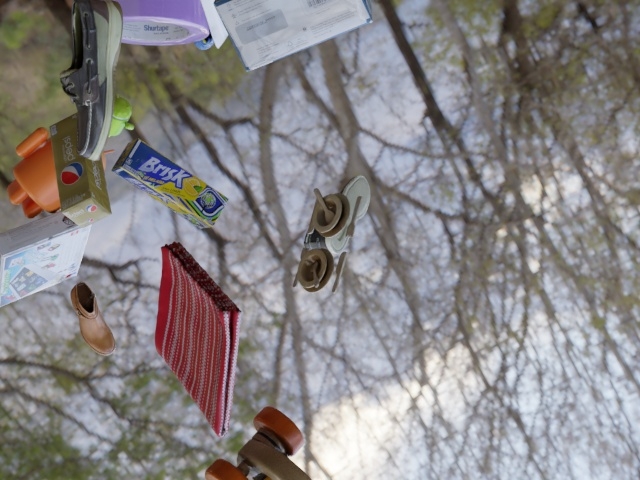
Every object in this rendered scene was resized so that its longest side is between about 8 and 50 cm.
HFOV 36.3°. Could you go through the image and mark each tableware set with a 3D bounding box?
[{"bbox_3d":[0.000,0.000,1.802,0.128,0.039,0.194,4,-105,49],"label":"tableware set"}]

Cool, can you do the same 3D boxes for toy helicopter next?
[{"bbox_3d":[-0.034,0.430,1.514,0.235,0.355,0.140,32,-120,23],"label":"toy helicopter"}]

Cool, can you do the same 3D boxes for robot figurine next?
[{"bbox_3d":[-0.526,-0.142,1.964,0.219,0.158,0.128,-39,174,-2],"label":"robot figurine"},{"bbox_3d":[-0.501,-0.301,2.374,0.115,0.101,0.067,-50,175,36],"label":"robot figurine"}]

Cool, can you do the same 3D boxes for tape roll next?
[{"bbox_3d":[-0.392,-0.519,2.235,0.275,0.090,0.275,1,179,0],"label":"tape roll"}]

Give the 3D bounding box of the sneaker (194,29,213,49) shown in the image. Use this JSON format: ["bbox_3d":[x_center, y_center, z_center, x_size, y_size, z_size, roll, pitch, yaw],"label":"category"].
[{"bbox_3d":[-0.294,-0.523,2.470,0.082,0.069,0.209,-62,-167,-21],"label":"sneaker"}]

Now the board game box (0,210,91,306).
[{"bbox_3d":[-0.591,0.036,2.047,0.193,0.053,0.305,-24,167,-28],"label":"board game box"}]

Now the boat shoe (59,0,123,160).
[{"bbox_3d":[-0.325,-0.224,1.352,0.073,0.223,0.080,5,-174,-31],"label":"boat shoe"}]

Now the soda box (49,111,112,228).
[{"bbox_3d":[-0.386,-0.113,1.568,0.058,0.061,0.181,-24,-123,11],"label":"soda box"}]

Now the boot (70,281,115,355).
[{"bbox_3d":[-0.588,0.201,2.518,0.073,0.197,0.152,-31,176,-23],"label":"boot"}]

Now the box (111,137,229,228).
[{"bbox_3d":[-0.227,-0.084,1.478,0.054,0.169,0.059,-62,-158,-15],"label":"box"}]

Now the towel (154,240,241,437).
[{"bbox_3d":[-0.185,0.136,1.425,0.031,0.199,0.275,-3,-159,-27],"label":"towel"}]

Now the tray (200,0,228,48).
[{"bbox_3d":[-0.190,-0.489,1.881,0.030,0.145,0.270,10,166,5],"label":"tray"}]

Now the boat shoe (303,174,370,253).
[{"bbox_3d":[0.038,-0.061,2.069,0.079,0.084,0.233,-6,-144,36],"label":"boat shoe"}]

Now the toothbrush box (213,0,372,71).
[{"bbox_3d":[-0.038,-0.414,1.591,0.216,0.126,0.295,-19,-153,13],"label":"toothbrush box"}]
